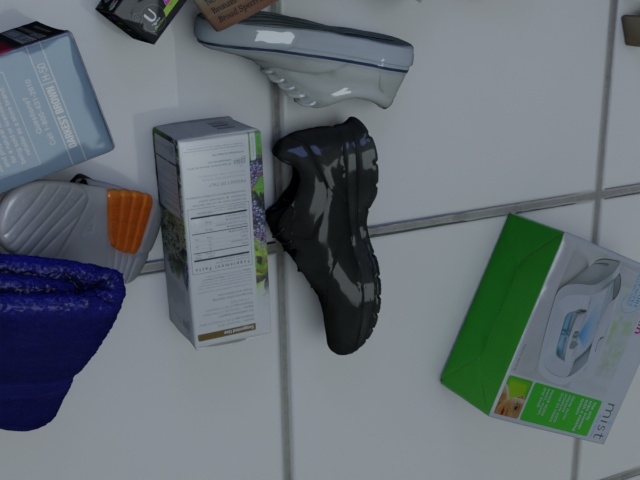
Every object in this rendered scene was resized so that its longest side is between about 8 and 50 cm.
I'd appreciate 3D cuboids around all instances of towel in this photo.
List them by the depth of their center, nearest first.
[{"bbox_3d":[-0.330,0.098,0.809,0.227,0.076,0.308,3,149,-31],"label":"towel"}]

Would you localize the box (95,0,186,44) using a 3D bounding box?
[{"bbox_3d":[-0.179,-0.237,0.869,0.052,0.083,0.062,35,88,-30],"label":"box"}]

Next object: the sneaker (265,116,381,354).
[{"bbox_3d":[0.000,0.000,1.036,0.130,0.109,0.286,-7,102,-14],"label":"sneaker"}]

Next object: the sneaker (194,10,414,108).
[{"bbox_3d":[-0.016,-0.192,0.961,0.258,0.094,0.091,5,113,-23],"label":"sneaker"}]

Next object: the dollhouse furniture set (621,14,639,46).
[{"bbox_3d":[0.516,-0.388,1.125,0.212,0.161,0.242,-26,116,-17],"label":"dollhouse furniture set"}]

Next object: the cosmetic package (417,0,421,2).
[{"bbox_3d":[0.127,-0.384,0.923,0.099,0.060,0.239,29,117,-4],"label":"cosmetic package"}]

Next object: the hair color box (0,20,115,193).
[{"bbox_3d":[-0.390,-0.076,0.755,0.374,0.185,0.114,-25,114,-18],"label":"hair color box"}]

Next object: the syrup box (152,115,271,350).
[{"bbox_3d":[-0.119,-0.009,0.965,0.096,0.093,0.237,-11,110,-24],"label":"syrup box"}]

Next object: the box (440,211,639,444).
[{"bbox_3d":[0.329,0.125,1.216,0.231,0.127,0.262,20,95,-28],"label":"box"}]

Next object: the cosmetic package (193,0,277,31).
[{"bbox_3d":[-0.113,-0.365,0.799,0.153,0.129,0.296,-21,125,29],"label":"cosmetic package"}]

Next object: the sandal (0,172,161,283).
[{"bbox_3d":[-0.247,-0.024,0.868,0.102,0.076,0.265,-66,160,-1],"label":"sandal"}]
